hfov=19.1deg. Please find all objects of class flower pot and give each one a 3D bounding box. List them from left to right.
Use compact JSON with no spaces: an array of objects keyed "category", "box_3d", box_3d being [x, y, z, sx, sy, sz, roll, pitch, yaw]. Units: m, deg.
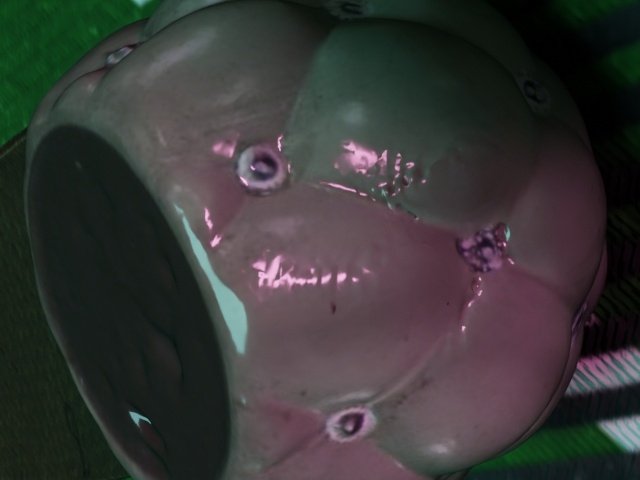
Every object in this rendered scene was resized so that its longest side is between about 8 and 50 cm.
[{"category":"flower pot","box_3d":[0.000,0.000,0.794,0.246,0.195,0.246,35,136,44]}]

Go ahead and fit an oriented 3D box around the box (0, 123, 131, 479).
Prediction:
[{"category":"box","box_3d":[-0.099,0.026,1.033,0.273,0.143,0.184,-24,86,60]}]
